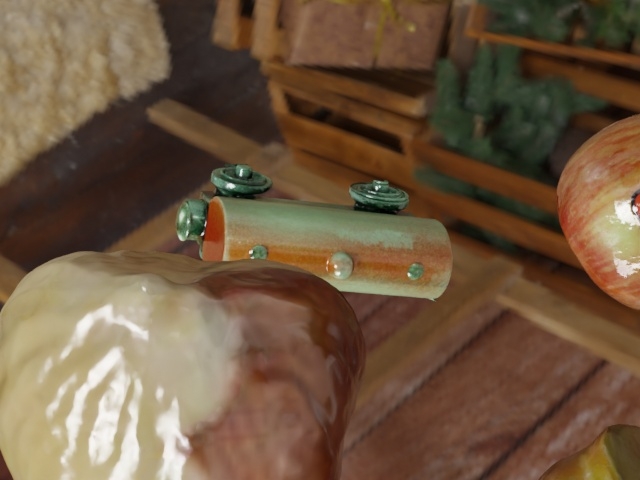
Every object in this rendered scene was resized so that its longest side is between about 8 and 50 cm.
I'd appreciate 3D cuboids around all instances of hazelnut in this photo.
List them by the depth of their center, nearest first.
[{"bbox_3d":[-0.096,0.101,0.950,0.261,0.261,0.241,-52,161,-19],"label":"hazelnut"}]

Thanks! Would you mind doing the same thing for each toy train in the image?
[{"bbox_3d":[0.000,0.000,1.442,0.286,0.177,0.116,7,106,-18],"label":"toy train"}]

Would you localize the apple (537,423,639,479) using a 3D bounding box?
[{"bbox_3d":[0.280,0.287,0.914,0.295,0.365,0.329,-54,-179,-14],"label":"apple"}]

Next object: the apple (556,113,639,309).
[{"bbox_3d":[0.245,-0.023,0.998,0.131,0.146,0.146,-34,150,23],"label":"apple"}]
